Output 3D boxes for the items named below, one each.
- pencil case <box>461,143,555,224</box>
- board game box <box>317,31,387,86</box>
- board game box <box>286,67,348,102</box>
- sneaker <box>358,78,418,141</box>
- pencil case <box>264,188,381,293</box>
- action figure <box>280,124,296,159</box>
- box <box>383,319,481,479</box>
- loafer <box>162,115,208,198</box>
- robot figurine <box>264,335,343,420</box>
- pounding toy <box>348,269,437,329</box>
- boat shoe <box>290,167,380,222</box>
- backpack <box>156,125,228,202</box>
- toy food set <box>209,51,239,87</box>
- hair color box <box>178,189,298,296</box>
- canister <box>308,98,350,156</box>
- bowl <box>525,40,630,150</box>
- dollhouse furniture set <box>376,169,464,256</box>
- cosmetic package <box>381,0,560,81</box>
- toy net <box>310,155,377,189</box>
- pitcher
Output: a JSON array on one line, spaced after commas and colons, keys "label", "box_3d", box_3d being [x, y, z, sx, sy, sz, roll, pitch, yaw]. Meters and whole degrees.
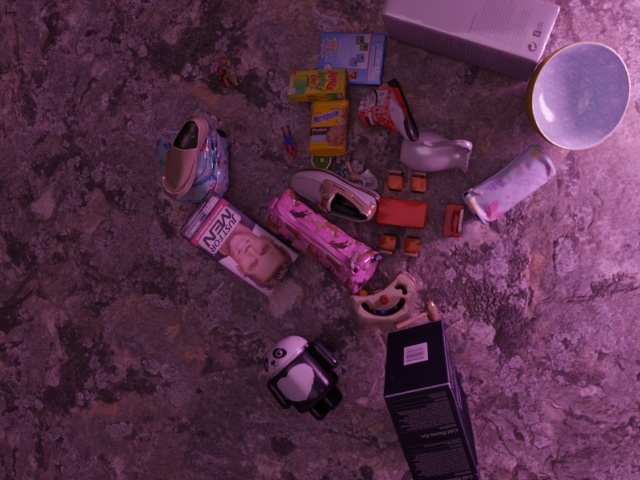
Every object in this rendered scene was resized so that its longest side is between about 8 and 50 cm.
[{"label": "pencil case", "box_3d": [0.552, -0.165, 1.681, 0.273, 0.113, 0.124, -36, 106, 11]}, {"label": "board game box", "box_3d": [0.098, -0.579, 1.816, 0.211, 0.039, 0.160, 7, 94, 13]}, {"label": "board game box", "box_3d": [-0.009, -0.488, 1.788, 0.181, 0.043, 0.092, 1, 68, 16]}, {"label": "sneaker", "box_3d": [0.200, -0.368, 1.724, 0.144, 0.090, 0.270, -25, 49, 17]}, {"label": "pencil case", "box_3d": [0.000, 0.000, 1.783, 0.386, 0.160, 0.167, 37, 141, 15]}, {"label": "action figure", "box_3d": [-0.105, -0.322, 1.882, 0.038, 0.030, 0.115, -17, 90, 9]}, {"label": "box", "box_3d": [0.311, 0.455, 1.607, 0.178, 0.343, 0.313, -17, 106, 14]}, {"label": "loafer", "box_3d": [-0.426, -0.261, 1.744, 0.101, 0.092, 0.269, 17, 89, 5]}, {"label": "robot figurine", "box_3d": [-0.056, 0.437, 1.820, 0.209, 0.173, 0.278, -39, 82, -20]}, {"label": "pounding toy", "box_3d": [0.220, 0.182, 1.754, 0.269, 0.155, 0.154, -6, 95, 14]}, {"label": "boat shoe", "box_3d": [0.036, -0.143, 1.796, 0.302, 0.103, 0.113, 17, 131, 13]}, {"label": "backpack", "box_3d": [-0.421, -0.247, 1.887, 0.224, 0.191, 0.254, -2, 97, 13]}, {"label": "toy food set", "box_3d": [-0.328, -0.572, 1.932, 0.077, 0.019, 0.122, -20, 95, 14]}, {"label": "hair color box", "box_3d": [-0.259, 0.008, 1.813, 0.347, 0.105, 0.174, 37, 88, -13]}, {"label": "canister", "box_3d": [0.027, -0.356, 1.799, 0.126, 0.073, 0.170, 1, 75, 13]}, {"label": "bowl", "box_3d": [0.692, -0.407, 1.600, 0.289, 0.156, 0.290, -2, 107, -8]}, {"label": "dollhouse furniture set", "box_3d": [0.301, -0.077, 1.735, 0.258, 0.135, 0.262, 7, 94, 13]}, {"label": "cosmetic package", "box_3d": [0.422, -0.624, 1.640, 0.452, 0.230, 0.162, 22, 96, 11]}, {"label": "toy net", "box_3d": [0.069, -0.203, 1.834, 0.232, 0.045, 0.122, 24, 97, 12]}, {"label": "pitcher", "box_3d": [0.346, -0.270, 1.696, 0.206, 0.178, 0.126, 10, 78, 12]}]
